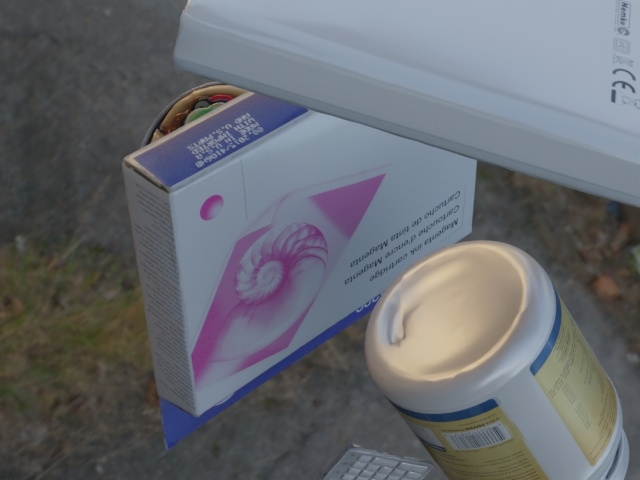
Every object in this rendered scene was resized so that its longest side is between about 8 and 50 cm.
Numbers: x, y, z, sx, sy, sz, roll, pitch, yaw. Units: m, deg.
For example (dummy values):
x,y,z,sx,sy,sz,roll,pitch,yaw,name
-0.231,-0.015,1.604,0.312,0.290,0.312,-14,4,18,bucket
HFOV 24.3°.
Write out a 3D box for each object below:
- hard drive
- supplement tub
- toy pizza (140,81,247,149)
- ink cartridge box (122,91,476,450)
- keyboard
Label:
x,y,z,sx,sy,sz,roll,pitch,yaw,name
0.110,-0.132,0.888,0.353,0.047,0.233,17,44,-3,hard drive
0.135,0.112,1.089,0.199,0.144,0.144,54,34,-37,supplement tub
-0.097,-0.064,1.511,0.201,0.201,0.032,59,11,9,toy pizza
0.000,0.000,1.224,0.324,0.330,0.071,-33,50,-29,ink cartridge box
0.008,0.234,1.225,0.072,0.256,0.014,18,50,-14,keyboard
